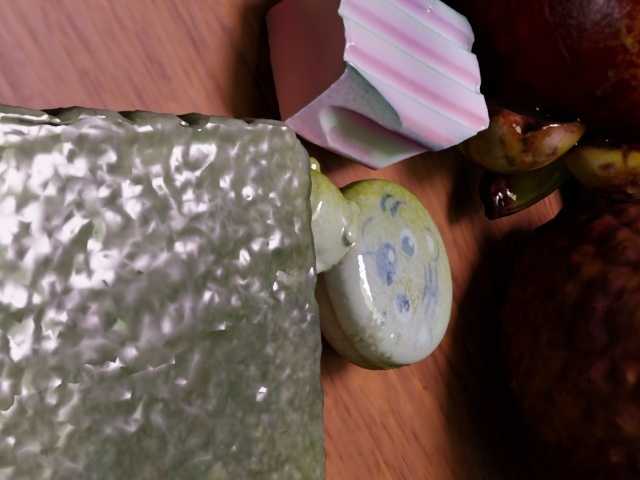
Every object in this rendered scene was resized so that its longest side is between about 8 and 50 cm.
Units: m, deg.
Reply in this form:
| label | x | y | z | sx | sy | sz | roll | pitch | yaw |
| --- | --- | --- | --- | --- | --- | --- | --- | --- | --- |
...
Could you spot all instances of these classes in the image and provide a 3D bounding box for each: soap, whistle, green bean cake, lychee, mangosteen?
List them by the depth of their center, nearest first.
| label | x | y | z | sx | sy | sz | roll | pitch | yaw |
| --- | --- | --- | --- | --- | --- | --- | --- | --- | --- |
| green bean cake | -0.086 | 0.042 | 0.468 | 0.185 | 0.094 | 0.183 | -5 | 94 | -54 |
| whistle | 0.000 | 0.000 | 0.633 | 0.198 | 0.057 | 0.104 | 33 | 52 | -42 |
| soap | 0.031 | -0.091 | 0.650 | 0.149 | 0.056 | 0.100 | 17 | 58 | -53 |
| mangosteen | 0.169 | -0.125 | 0.756 | 0.215 | 0.215 | 0.257 | 26 | 97 | -51 |
| lychee | 0.243 | 0.085 | 0.806 | 0.260 | 0.260 | 0.261 | 1 | 89 | -55 |

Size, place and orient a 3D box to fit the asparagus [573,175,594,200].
| label | x | y | z | sx | sy | sz | roll | pitch | yaw |
| --- | --- | --- | --- | --- | --- | --- | --- | --- | --- |
| asparagus | 0.243 | -0.013 | 0.945 | 0.082 | 0.085 | 0.343 | -45 | 121 | -37 |
